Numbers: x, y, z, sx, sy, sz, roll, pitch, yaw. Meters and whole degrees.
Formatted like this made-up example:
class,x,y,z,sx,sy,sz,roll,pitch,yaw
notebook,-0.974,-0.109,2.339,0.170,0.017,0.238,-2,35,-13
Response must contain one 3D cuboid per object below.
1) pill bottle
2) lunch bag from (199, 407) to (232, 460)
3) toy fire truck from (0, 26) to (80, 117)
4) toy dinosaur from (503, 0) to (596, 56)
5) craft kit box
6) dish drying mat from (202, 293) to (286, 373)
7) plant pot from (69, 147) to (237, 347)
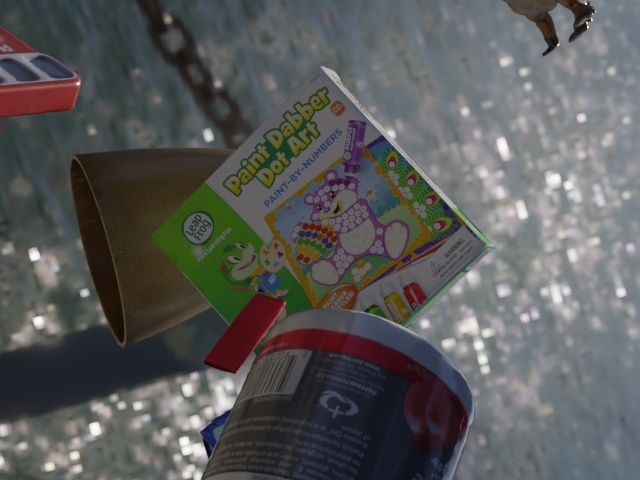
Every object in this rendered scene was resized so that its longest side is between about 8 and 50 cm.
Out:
class,x,y,z,sx,sy,sz,roll,pitch,yaw
pill bottle,-0.013,0.221,1.207,0.176,0.176,0.318,56,45,-39
lunch bag,-0.055,0.240,1.881,0.129,0.096,0.151,-34,115,-22
toy fire truck,-0.431,-0.202,1.759,0.302,0.254,0.169,-13,130,-56
toy dinosaur,0.267,-0.339,1.986,0.296,0.127,0.200,-29,85,-45
craft kit box,0.000,0.000,1.658,0.246,0.250,0.061,48,11,15
dish drying mat,-0.061,0.076,1.360,0.083,0.032,0.008,-54,150,-36
plant pot,-0.151,-0.020,2.018,0.237,0.254,0.237,164,-90,-75
